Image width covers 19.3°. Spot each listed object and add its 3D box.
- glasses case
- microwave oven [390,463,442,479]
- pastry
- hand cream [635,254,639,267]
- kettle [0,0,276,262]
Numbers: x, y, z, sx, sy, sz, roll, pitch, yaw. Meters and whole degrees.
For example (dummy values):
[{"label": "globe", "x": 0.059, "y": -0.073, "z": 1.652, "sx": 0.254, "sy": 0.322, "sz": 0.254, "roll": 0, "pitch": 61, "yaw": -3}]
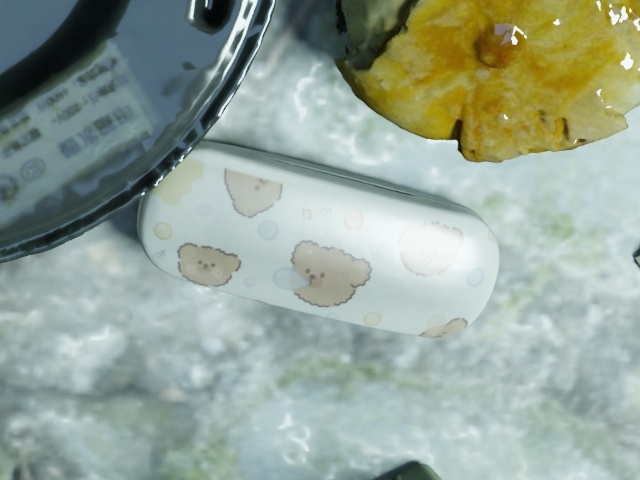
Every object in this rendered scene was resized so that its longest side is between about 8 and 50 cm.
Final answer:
[{"label": "glasses case", "x": 0.000, "y": 0.000, "z": 0.836, "sx": 0.164, "sy": 0.041, "sz": 0.063, "roll": 15, "pitch": 108, "yaw": -14}, {"label": "microwave oven", "x": 0.050, "y": 0.361, "z": 0.874, "sx": 0.333, "sy": 0.247, "sz": 0.394, "roll": -30, "pitch": 113, "yaw": 1}, {"label": "pastry", "x": 0.080, "y": -0.100, "z": 0.782, "sx": 0.153, "sy": 0.081, "sz": 0.153, "roll": -5, "pitch": 130, "yaw": -6}, {"label": "hand cream", "x": 0.236, "y": 0.057, "z": 0.890, "sx": 0.087, "sy": 0.054, "sz": 0.186, "roll": -24, "pitch": 119, "yaw": 42}, {"label": "kettle", "x": -0.149, "y": -0.114, "z": 0.624, "sx": 0.203, "sy": 0.308, "sz": 0.262, "roll": 31, "pitch": 102, "yaw": -20}]
